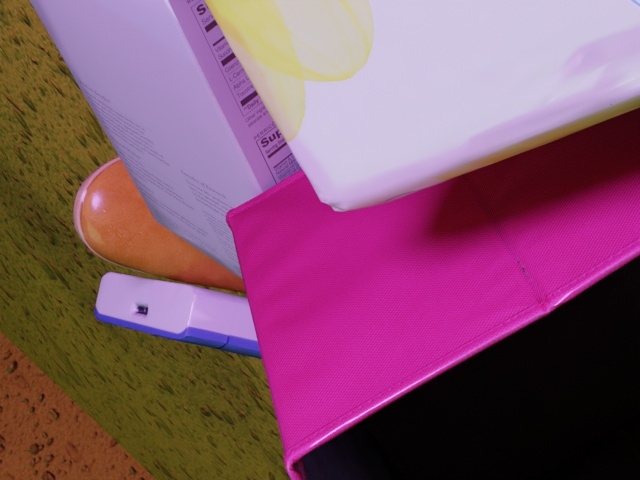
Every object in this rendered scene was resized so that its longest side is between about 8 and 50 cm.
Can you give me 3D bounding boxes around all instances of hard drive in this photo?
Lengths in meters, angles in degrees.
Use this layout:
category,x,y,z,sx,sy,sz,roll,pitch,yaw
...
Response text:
category,x,y,z,sx,sy,sz,roll,pitch,yaw
hard drive,0.012,0.081,1.267,0.318,0.040,0.210,14,176,-24

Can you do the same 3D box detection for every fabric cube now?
category,x,y,z,sx,sy,sz,roll,pitch,yaw
fabric cube,0.133,0.069,0.825,0.254,0.259,0.258,57,-174,-24

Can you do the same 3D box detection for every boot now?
category,x,y,z,sx,sy,sz,roll,pitch,yaw
boot,0.001,0.001,1.139,0.211,0.295,0.104,28,112,61

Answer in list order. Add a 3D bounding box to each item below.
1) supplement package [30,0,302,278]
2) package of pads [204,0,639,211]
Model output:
category,x,y,z,sx,sy,sz,roll,pitch,yaw
supplement package,-0.025,-0.127,0.990,0.199,0.198,0.263,31,155,44
package of pads,0.078,-0.155,0.638,0.296,0.101,0.229,-20,106,35
